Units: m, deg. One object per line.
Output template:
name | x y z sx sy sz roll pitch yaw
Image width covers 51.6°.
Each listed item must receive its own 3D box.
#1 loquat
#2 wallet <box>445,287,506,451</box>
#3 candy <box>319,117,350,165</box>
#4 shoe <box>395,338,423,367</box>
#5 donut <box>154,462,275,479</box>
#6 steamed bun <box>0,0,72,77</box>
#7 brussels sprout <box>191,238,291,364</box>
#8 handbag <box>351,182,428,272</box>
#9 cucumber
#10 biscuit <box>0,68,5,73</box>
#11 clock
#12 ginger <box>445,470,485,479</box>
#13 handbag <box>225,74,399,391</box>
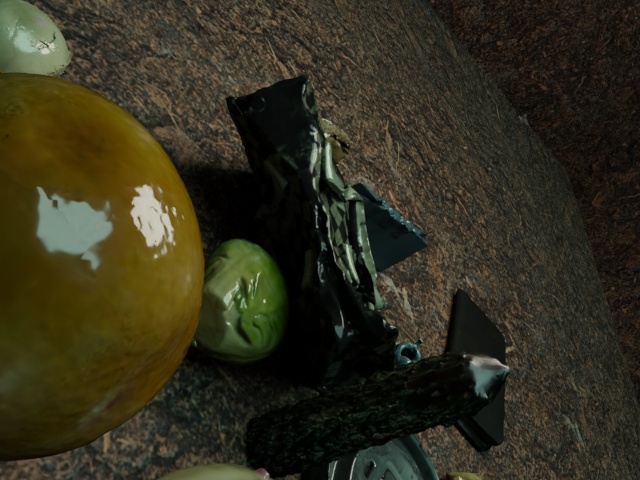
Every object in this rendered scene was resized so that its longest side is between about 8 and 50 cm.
loquat | -0.260 0.019 0.565 0.328 0.328 0.328 35 40 -36
wallet | 0.349 0.277 1.481 0.197 0.051 0.377 48 33 -16
candy | 0.013 -0.198 1.345 0.095 0.085 0.110 36 29 -25
shoe | 0.142 0.232 1.201 0.064 0.071 0.143 56 36 -7
donut | -0.119 0.397 0.621 0.307 0.150 0.371 35 40 -35
steamed bun | -0.374 -0.246 0.819 0.112 0.091 0.130 54 33 -9
brussels sprout | -0.108 0.087 0.883 0.144 0.161 0.180 23 31 13
handbag | 0.092 -0.023 1.260 0.221 0.144 0.057 36 46 -37
cucumber | 0.067 0.219 0.831 0.096 0.359 0.096 39 38 -38
biscuit | -0.315 -0.050 0.746 0.378 0.094 0.054 56 -11 -8
clock | 0.091 0.412 0.995 0.312 0.061 0.312 35 40 -36
ginger | 0.277 0.517 1.173 0.137 0.074 0.213 11 63 -52
handbag | 0.000 0.000 0.979 0.317 0.180 0.416 82 -9 -73
